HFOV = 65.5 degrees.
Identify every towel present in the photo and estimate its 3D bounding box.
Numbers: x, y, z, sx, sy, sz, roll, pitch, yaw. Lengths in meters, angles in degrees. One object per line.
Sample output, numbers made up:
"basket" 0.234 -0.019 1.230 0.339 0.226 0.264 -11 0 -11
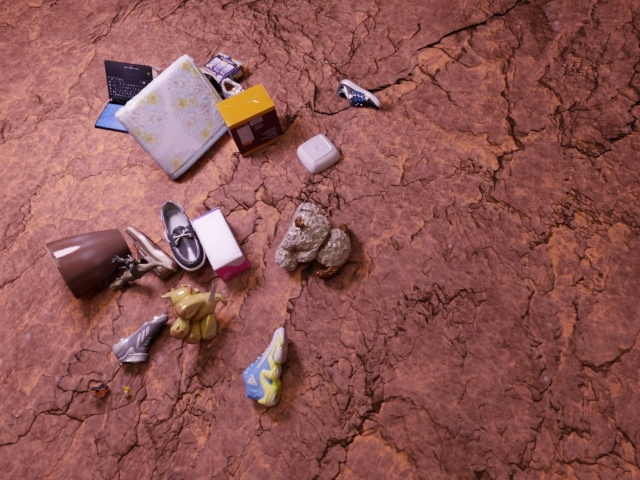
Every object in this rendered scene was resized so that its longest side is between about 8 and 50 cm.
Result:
"towel" -0.536 -0.470 1.899 0.374 0.320 0.090 -50 36 -18

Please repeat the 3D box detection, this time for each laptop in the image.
"laptop" -0.837 -0.606 2.105 0.235 0.264 0.136 12 29 13

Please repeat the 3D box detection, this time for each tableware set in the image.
"tableware set" -0.706 -0.685 2.178 0.194 0.039 0.128 28 87 29

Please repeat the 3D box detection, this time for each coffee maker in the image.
"coffee maker" -0.496 -0.592 2.023 0.120 0.171 0.178 26 75 6

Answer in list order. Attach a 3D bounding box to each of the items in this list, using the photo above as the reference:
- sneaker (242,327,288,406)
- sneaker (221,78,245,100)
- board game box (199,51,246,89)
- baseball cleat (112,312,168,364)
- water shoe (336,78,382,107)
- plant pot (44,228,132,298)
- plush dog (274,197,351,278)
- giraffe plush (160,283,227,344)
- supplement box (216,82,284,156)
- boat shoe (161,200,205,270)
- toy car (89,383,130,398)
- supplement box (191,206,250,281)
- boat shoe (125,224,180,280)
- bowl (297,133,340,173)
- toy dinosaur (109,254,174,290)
"sneaker" -0.176 0.382 1.539 0.126 0.091 0.240 4 65 11
"sneaker" -0.327 -0.576 2.043 0.229 0.092 0.087 40 73 22
"board game box" -0.427 -0.730 2.147 0.141 0.048 0.170 -44 56 -13
"baseball cleat" -0.577 0.333 1.644 0.206 0.072 0.109 -34 78 -4
"water shoe" 0.155 -0.566 1.994 0.203 0.073 0.080 38 101 23
"plant pot" -0.795 0.055 1.745 0.231 0.215 0.215 -30 62 -23
"plush dog" 0.000 0.000 1.670 0.226 0.210 0.262 28 70 -8
"giraffe plush" -0.433 0.217 1.633 0.171 0.181 0.210 16 76 39
"supplement box" -0.265 -0.459 1.917 0.191 0.194 0.129 -27 64 -6
"boat shoe" -0.495 -0.020 1.758 0.114 0.091 0.302 -29 53 -15
"toy car" -0.670 0.487 1.578 0.122 0.060 0.040 4 96 17
"supplement box" -0.346 0.013 1.737 0.114 0.111 0.220 -29 63 -7
"boat shoe" -0.622 0.046 1.772 0.257 0.095 0.095 36 79 22
"bowl" -0.010 -0.338 1.900 0.142 0.053 0.142 -33 65 -8
"toy dinosaur" -0.637 0.095 1.699 0.268 0.118 0.064 -19 43 24
